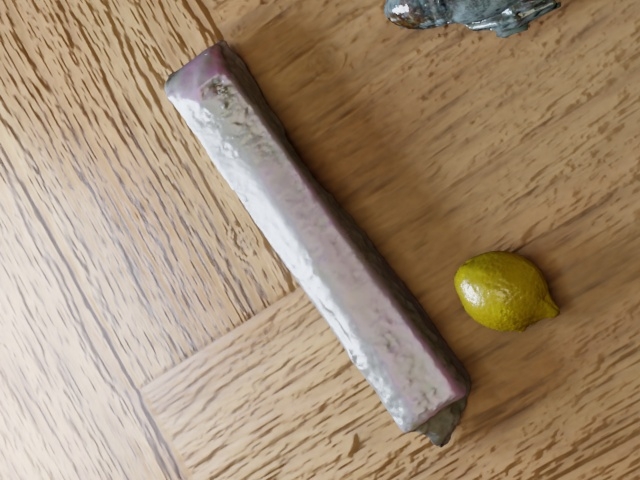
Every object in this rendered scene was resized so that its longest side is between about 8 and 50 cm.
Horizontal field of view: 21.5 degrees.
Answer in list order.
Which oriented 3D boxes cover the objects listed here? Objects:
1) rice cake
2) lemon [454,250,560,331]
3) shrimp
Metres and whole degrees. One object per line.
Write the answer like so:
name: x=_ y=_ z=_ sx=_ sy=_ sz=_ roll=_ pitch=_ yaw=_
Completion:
rice cake: x=-0.001 y=0.000 z=1.422 sx=0.070 sy=0.064 sz=0.399 roll=-39 pitch=80 yaw=17
lemon: x=0.150 y=0.041 z=1.360 sx=0.092 sy=0.065 sz=0.065 roll=23 pitch=105 yaw=20
shrimp: x=0.158 y=-0.211 z=1.324 sx=0.233 sy=0.079 sz=0.090 roll=-15 pitch=93 yaw=21
